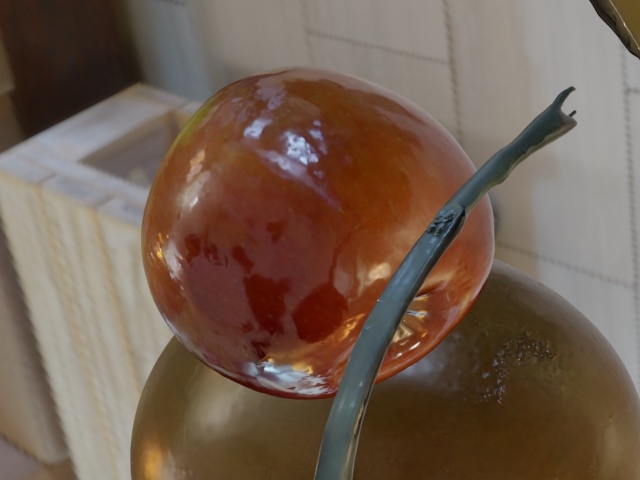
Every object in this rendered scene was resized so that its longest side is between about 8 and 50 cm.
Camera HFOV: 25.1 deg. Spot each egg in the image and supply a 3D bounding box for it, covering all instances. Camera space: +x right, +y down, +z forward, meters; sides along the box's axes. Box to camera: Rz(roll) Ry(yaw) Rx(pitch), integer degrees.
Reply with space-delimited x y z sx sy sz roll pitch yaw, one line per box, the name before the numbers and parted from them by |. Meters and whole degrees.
egg | 0.040 0.139 0.951 0.351 0.282 0.282 -6 113 34

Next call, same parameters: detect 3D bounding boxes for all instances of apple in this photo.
apple | 0.000 0.000 0.665 0.139 0.163 0.163 39 142 27

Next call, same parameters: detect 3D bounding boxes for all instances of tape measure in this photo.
tape measure | 0.021 0.100 0.537 0.084 0.330 0.164 12 163 17

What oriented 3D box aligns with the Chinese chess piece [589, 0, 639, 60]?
Chinese chess piece | 0.160 -0.127 0.423 0.257 0.104 0.257 57 168 19
